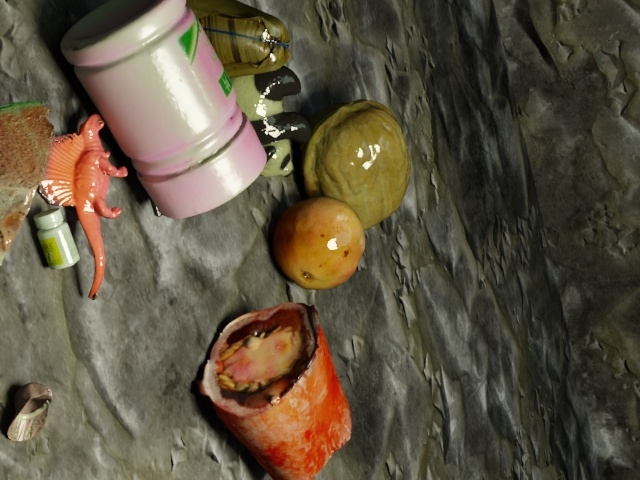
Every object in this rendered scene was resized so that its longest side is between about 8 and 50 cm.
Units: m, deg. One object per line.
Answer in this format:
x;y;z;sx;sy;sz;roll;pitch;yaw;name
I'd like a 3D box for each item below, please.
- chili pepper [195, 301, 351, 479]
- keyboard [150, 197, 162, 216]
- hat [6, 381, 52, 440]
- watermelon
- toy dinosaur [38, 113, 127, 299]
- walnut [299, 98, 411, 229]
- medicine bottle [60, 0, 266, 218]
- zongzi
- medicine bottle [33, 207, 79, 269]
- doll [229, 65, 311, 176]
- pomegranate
-0.050;0.293;1.955;0.251;0.229;0.305;-87;154;-53;chili pepper
-0.238;-0.097;1.923;0.204;0.013;0.061;-33;111;-59;keyboard
-0.410;0.234;1.509;0.058;0.042;0.087;25;95;-54;hat
-0.458;-0.095;1.455;0.146;0.128;0.231;24;45;-26;watermelon
-0.372;-0.063;1.637;0.139;0.070;0.286;21;68;-47;toy dinosaur
0.078;-0.161;2.298;0.283;0.227;0.283;-15;119;-31;walnut
-0.244;-0.223;1.730;0.325;0.212;0.212;62;34;-27;medicine bottle
-0.191;-0.414;1.842;0.123;0.260;0.289;-21;103;-69;zongzi
-0.387;-0.002;1.592;0.047;0.047;0.083;-43;120;-56;medicine bottle
-0.112;-0.232;2.077;0.135;0.143;0.234;-28;111;-35;doll
0.001;0.004;2.159;0.191;0.191;0.191;24;63;-58;pomegranate
